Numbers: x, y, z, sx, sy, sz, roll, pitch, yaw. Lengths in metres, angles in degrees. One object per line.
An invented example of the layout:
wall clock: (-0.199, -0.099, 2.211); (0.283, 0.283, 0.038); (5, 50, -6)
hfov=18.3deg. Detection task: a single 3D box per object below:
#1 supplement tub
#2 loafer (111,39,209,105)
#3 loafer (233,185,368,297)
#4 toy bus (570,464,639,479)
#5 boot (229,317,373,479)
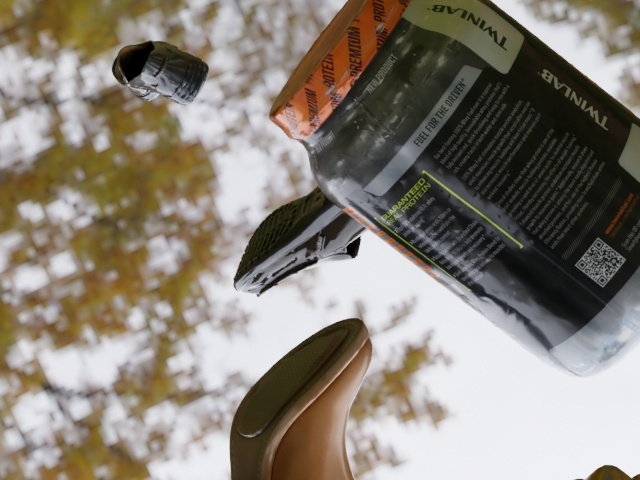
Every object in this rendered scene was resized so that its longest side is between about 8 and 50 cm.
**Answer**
supplement tub: (0.139, -0.061, 1.601); (0.207, 0.338, 0.207); (-51, -171, 12)
loafer: (-0.169, -0.172, 1.924); (0.170, 0.061, 0.062); (12, -104, 61)
loafer: (0.000, 0.000, 1.891); (0.220, 0.078, 0.080); (-36, -156, 39)
toy bus: (0.143, 0.277, 1.360); (0.333, 0.108, 0.130); (-54, 175, 33)
boot: (0.015, 0.231, 1.720); (0.109, 0.220, 0.283); (-9, -135, 60)
